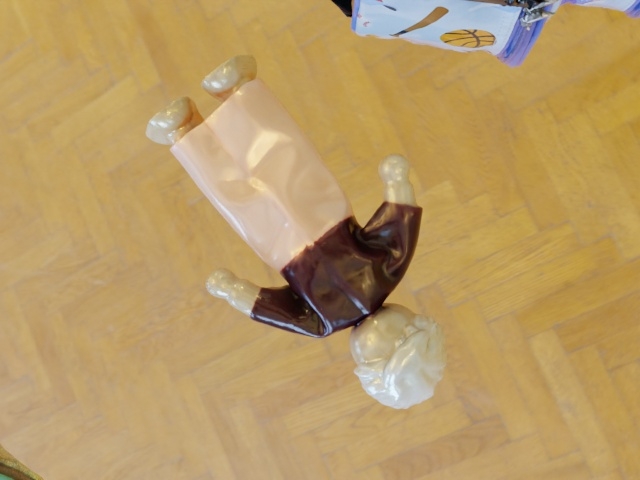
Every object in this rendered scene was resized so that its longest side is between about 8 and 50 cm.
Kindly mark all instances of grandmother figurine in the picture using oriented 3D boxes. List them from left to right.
[{"bbox_3d":[0.000,0.000,0.818,0.208,0.104,0.342,-35,91,17],"label":"grandmother figurine"}]

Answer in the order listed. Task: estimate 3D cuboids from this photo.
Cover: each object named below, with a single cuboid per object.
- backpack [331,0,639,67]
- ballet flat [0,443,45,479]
[{"bbox_3d":[0.095,-0.221,0.463,0.213,0.263,0.276,18,76,-2],"label":"backpack"},{"bbox_3d":[-0.354,0.186,0.758,0.123,0.348,0.123,-10,67,25],"label":"ballet flat"}]
